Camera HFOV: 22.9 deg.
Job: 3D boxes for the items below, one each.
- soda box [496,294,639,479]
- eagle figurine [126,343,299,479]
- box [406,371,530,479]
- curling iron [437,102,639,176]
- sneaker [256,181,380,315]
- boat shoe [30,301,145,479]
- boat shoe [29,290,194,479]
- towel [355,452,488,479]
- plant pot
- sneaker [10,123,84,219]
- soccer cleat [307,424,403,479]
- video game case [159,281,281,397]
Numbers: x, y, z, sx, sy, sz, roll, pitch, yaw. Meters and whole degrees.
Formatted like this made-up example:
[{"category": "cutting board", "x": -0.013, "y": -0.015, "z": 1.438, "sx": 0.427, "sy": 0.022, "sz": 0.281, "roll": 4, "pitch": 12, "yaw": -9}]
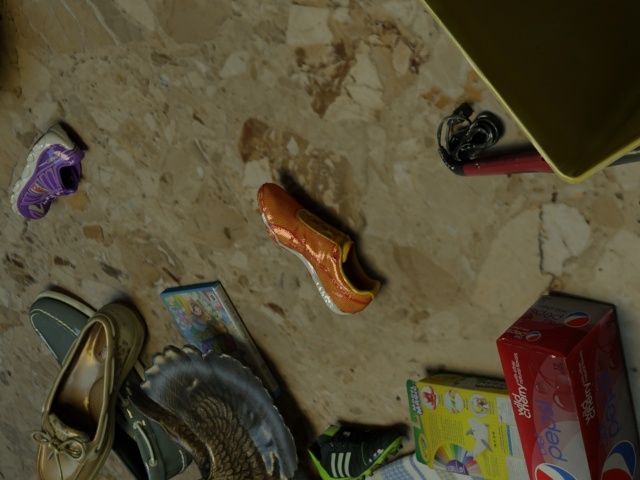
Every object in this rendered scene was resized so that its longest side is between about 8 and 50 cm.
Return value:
[{"category": "soda box", "x": 0.255, "y": 0.187, "z": 1.576, "sx": 0.083, "sy": 0.092, "sz": 0.263, "roll": 13, "pitch": 131, "yaw": 41}, {"category": "eagle figurine", "x": -0.123, "y": 0.280, "z": 1.994, "sx": 0.226, "sy": 0.225, "sz": 0.298, "roll": -23, "pitch": 74, "yaw": 22}, {"category": "box", "x": 0.170, "y": 0.201, "z": 1.700, "sx": 0.179, "sy": 0.043, "sz": 0.105, "roll": 4, "pitch": 107, "yaw": 42}, {"category": "curling iron", "x": 0.211, "y": -0.086, "z": 1.425, "sx": 0.274, "sy": 0.035, "sz": 0.068, "roll": 6, "pitch": 126, "yaw": 44}, {"category": "sneaker", "x": 0.000, "y": 0.000, "z": 1.719, "sx": 0.175, "sy": 0.064, "sz": 0.067, "roll": 48, "pitch": 125, "yaw": -6}, {"category": "boat shoe", "x": -0.322, "y": 0.216, "z": 2.095, "sx": 0.104, "sy": 0.089, "sz": 0.285, "roll": 22, "pitch": 102, "yaw": 15}, {"category": "boat shoe", "x": -0.300, "y": 0.205, "z": 2.171, "sx": 0.319, "sy": 0.099, "sz": 0.116, "roll": 47, "pitch": 145, "yaw": 3}, {"category": "towel", "x": 0.168, "y": 0.330, "z": 1.848, "sx": 0.209, "sy": 0.034, "sz": 0.285, "roll": 53, "pitch": 142, "yaw": -1}, {"category": "plant pot", "x": 0.230, "y": -0.206, "z": 1.169, "sx": 0.212, "sy": 0.187, "sz": 0.212, "roll": 51, "pitch": 144, "yaw": -3}, {"category": "sneaker", "x": -0.341, "y": -0.072, "z": 1.997, "sx": 0.071, "sy": 0.068, "sz": 0.170, "roll": 39, "pitch": 143, "yaw": 4}, {"category": "soccer cleat", "x": 0.037, "y": 0.250, "z": 1.893, "sx": 0.072, "sy": 0.060, "sz": 0.179, "roll": 52, "pitch": 147, "yaw": 0}, {"category": "video game case", "x": -0.126, "y": 0.129, "z": 1.992, "sx": 0.119, "sy": 0.015, "sz": 0.166, "roll": -9, "pitch": 115, "yaw": 50}]
